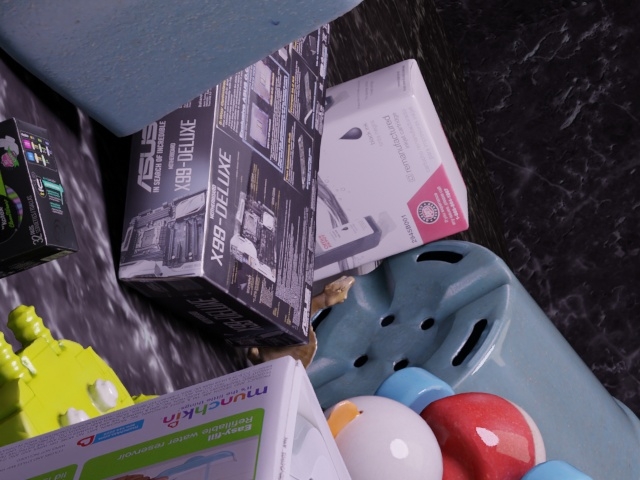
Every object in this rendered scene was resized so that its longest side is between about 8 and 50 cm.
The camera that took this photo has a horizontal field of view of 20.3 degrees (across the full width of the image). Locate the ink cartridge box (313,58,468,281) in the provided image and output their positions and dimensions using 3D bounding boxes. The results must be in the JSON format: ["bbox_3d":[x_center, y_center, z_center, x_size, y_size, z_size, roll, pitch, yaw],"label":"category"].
[{"bbox_3d":[0.015,-0.058,1.715,0.092,0.217,0.159,-84,153,-61],"label":"ink cartridge box"}]

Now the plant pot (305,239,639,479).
[{"bbox_3d":[0.144,0.199,1.725,0.334,0.341,0.341,55,19,-30],"label":"plant pot"}]

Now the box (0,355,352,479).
[{"bbox_3d":[-0.114,0.183,0.683,0.231,0.262,0.127,-87,155,-62],"label":"box"}]

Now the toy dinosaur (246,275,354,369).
[{"bbox_3d":[-0.040,0.100,1.574,0.053,0.183,0.092,24,4,-44],"label":"toy dinosaur"}]

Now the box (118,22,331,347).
[{"bbox_3d":[-0.072,-0.083,1.485,0.242,0.076,0.308,37,54,-65],"label":"box"}]

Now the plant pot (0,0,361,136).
[{"bbox_3d":[-0.151,-0.266,1.273,0.252,0.247,0.247,27,44,-50],"label":"plant pot"}]

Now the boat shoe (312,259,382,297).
[{"bbox_3d":[0.000,0.000,1.865,0.119,0.121,0.335,-97,176,-71],"label":"boat shoe"}]

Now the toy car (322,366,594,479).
[{"bbox_3d":[0.048,0.203,1.385,0.238,0.210,0.219,19,9,-41],"label":"toy car"}]

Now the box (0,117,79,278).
[{"bbox_3d":[-0.195,-0.025,1.104,0.052,0.062,0.083,18,54,-74],"label":"box"}]

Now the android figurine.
[{"bbox_3d":[-0.119,0.162,1.064,0.273,0.056,0.248,58,13,-4],"label":"android figurine"}]
